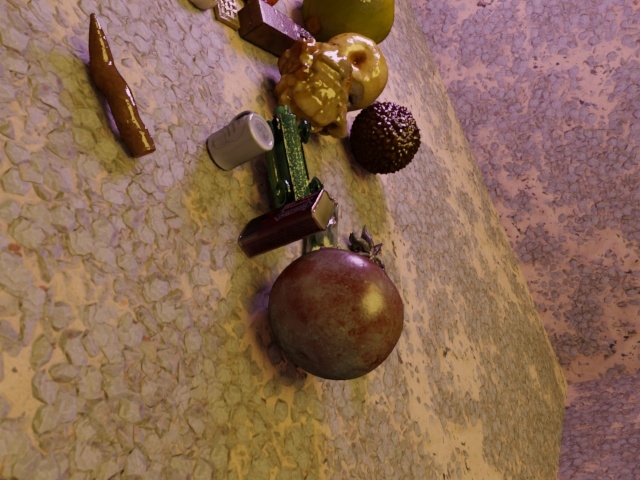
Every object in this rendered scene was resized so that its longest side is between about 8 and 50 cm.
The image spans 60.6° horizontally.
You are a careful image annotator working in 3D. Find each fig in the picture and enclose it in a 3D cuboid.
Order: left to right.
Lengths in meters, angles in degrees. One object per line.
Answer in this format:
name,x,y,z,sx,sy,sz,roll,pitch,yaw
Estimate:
fig,0.093,-0.821,1.951,0.343,0.344,0.343,34,46,-44

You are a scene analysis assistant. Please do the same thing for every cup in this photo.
cup,-0.198,-0.256,1.330,0.099,0.133,0.135,-3,74,-61

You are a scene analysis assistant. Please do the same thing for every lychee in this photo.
lychee,0.236,-0.360,1.928,0.268,0.268,0.267,34,46,-44

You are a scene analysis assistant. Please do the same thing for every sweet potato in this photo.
sweet potato,-0.412,-0.303,1.094,0.059,0.067,0.281,-26,95,-15

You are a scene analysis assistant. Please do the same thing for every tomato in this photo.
tomato,0.037,0.168,1.275,0.316,0.317,0.282,55,52,-23

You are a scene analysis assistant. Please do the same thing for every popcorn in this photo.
popcorn,-0.008,-0.439,1.651,0.264,0.225,0.332,-61,140,-36

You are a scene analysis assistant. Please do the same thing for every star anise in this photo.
star anise,0.152,0.047,1.758,0.204,0.061,0.180,43,45,-32

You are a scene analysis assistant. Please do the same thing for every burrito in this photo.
burrito,0.002,0.001,1.541,0.096,0.066,0.308,9,61,-14

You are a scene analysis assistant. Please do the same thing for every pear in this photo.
pear,0.097,-0.562,1.853,0.271,0.271,0.270,34,46,-44

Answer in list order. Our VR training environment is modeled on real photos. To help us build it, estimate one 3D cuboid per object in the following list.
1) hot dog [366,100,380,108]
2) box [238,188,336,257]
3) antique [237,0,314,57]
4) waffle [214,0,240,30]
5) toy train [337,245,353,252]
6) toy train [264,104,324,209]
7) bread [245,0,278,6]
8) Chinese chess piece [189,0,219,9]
hot dog,0.212,-0.470,2.157,0.131,0.069,0.252,44,36,-21
box,-0.079,-0.039,1.300,0.069,0.224,0.120,57,35,-22
antique,-0.123,-0.637,1.706,0.310,0.094,0.087,5,68,-57
waffle,-0.274,-0.676,1.567,0.092,0.021,0.134,8,66,-54
toy train,0.069,0.108,1.592,0.118,0.074,0.175,-39,106,-51
toy train,-0.097,-0.191,1.427,0.127,0.190,0.307,-7,82,-35
bread,-0.186,-0.793,1.703,0.139,0.095,0.268,47,41,-21
Chinese chess piece,-0.321,-0.683,1.468,0.122,0.051,0.122,33,47,-44
